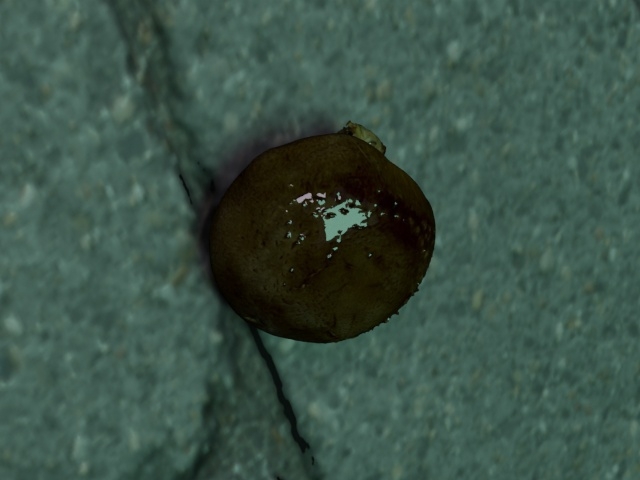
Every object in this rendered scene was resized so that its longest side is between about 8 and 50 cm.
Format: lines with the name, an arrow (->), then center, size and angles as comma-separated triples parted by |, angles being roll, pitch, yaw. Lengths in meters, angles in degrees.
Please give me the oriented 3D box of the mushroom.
mushroom -> 0.000, 0.000, 0.969 | 0.127, 0.087, 0.127 | -12, 127, -16
